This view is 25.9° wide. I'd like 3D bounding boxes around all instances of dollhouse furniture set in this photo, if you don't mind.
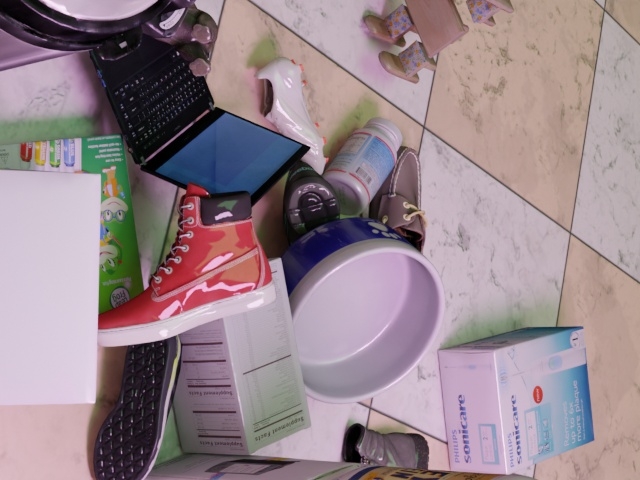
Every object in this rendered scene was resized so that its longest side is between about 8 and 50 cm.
[{"bbox_3d":[0.150,-0.416,2.234,0.161,0.212,0.242,13,50,-49],"label":"dollhouse furniture set"}]

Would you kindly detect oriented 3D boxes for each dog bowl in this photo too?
[{"bbox_3d":[0.045,0.103,2.039,0.265,0.104,0.265,-15,125,-23],"label":"dog bowl"}]

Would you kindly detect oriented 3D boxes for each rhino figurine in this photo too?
[{"bbox_3d":[-0.231,-0.320,1.834,0.243,0.073,0.106,38,16,-16],"label":"rhino figurine"}]

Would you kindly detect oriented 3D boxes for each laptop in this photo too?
[{"bbox_3d":[-0.157,-0.188,1.873,0.234,0.136,0.264,-49,124,-56],"label":"laptop"}]

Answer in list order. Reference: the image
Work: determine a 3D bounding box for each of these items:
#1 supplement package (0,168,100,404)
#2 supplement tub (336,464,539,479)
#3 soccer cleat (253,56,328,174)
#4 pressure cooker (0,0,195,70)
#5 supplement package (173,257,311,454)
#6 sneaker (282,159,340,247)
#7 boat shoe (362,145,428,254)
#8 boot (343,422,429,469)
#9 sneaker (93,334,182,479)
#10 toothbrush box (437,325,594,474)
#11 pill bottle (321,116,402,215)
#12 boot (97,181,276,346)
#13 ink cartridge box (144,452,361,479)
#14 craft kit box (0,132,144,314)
[{"bbox_3d":[-0.365,0.051,1.575,0.204,0.145,0.262,2,90,-23],"label":"supplement package"},{"bbox_3d":[0.162,0.382,1.617,0.228,0.316,0.228,6,83,-50],"label":"supplement tub"},{"bbox_3d":[-0.046,-0.181,2.098,0.076,0.068,0.196,-25,115,-17],"label":"soccer cleat"},{"bbox_3d":[-0.333,-0.366,1.507,0.370,0.420,0.375,-16,98,-48],"label":"pressure cooker"},{"bbox_3d":[-0.123,0.158,1.916,0.139,0.134,0.244,-16,98,-48],"label":"supplement package"},{"bbox_3d":[0.000,0.000,2.096,0.101,0.106,0.267,-13,124,-7],"label":"sneaker"},{"bbox_3d":[0.124,-0.006,2.242,0.116,0.096,0.324,31,64,-43],"label":"boat shoe"},{"bbox_3d":[0.093,0.416,2.199,0.161,0.083,0.246,10,73,-41],"label":"boot"},{"bbox_3d":[-0.225,0.219,1.832,0.097,0.084,0.235,37,71,-75],"label":"sneaker"},{"bbox_3d":[0.349,0.276,2.456,0.295,0.126,0.216,-7,92,-48],"label":"toothbrush box"},{"bbox_3d":[0.067,-0.120,2.196,0.087,0.087,0.160,58,48,-28],"label":"pill bottle"},{"bbox_3d":[-0.190,0.025,1.749,0.244,0.088,0.176,-19,106,-15],"label":"boot"},{"bbox_3d":[-0.084,0.400,1.808,0.131,0.306,0.226,-13,97,-48],"label":"ink cartridge box"},{"bbox_3d":[-0.339,-0.003,1.747,0.250,0.061,0.247,-12,98,-49],"label":"craft kit box"}]
